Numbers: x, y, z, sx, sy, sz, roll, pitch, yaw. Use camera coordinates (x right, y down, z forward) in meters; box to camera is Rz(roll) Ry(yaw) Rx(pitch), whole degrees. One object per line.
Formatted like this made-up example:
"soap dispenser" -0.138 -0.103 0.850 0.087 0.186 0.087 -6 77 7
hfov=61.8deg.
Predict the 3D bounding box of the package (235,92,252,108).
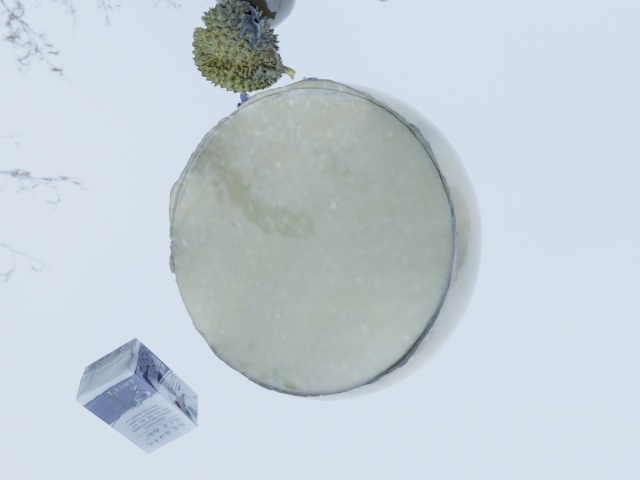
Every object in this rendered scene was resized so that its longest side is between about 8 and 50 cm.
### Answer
"package" -0.143 -0.294 1.224 0.110 0.033 0.077 34 -44 -7

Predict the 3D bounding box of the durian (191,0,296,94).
"durian" -0.160 -0.424 1.152 0.237 0.193 0.138 15 -32 -6

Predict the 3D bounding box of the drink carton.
"drink carton" -0.369 0.327 1.108 0.134 0.102 0.222 -31 -59 6

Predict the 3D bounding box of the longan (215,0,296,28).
"longan" -0.154 -0.611 1.251 0.246 0.246 0.215 43 -85 -13

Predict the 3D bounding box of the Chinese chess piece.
"Chinese chess piece" 0.000 0.000 0.579 0.338 0.140 0.338 0 -89 23

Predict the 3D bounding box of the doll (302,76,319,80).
"doll" -0.027 -0.360 1.305 0.057 0.143 0.099 -11 -96 -8
